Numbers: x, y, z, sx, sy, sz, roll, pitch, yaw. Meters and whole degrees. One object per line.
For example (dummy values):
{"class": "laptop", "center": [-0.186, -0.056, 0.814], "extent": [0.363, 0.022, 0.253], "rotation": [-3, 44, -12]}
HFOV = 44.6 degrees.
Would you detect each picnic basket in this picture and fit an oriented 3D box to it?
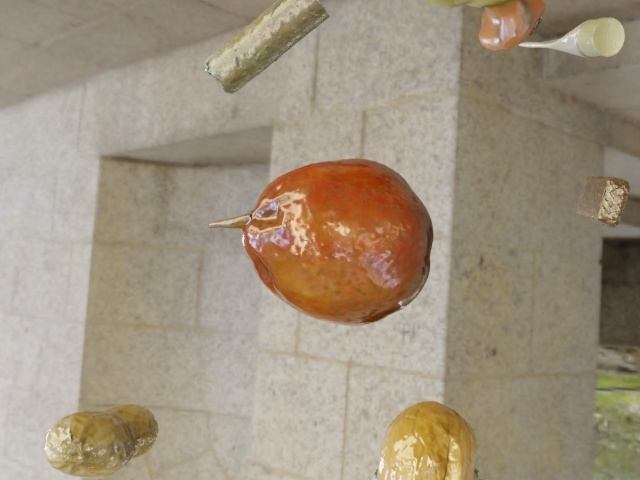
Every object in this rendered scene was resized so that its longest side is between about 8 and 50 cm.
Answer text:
{"class": "picnic basket", "center": [0.620, -0.091, 1.726], "extent": [0.055, 0.110, 0.193], "rotation": [14, -173, 0]}

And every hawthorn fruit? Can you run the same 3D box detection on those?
{"class": "hawthorn fruit", "center": [0.000, 0.000, 0.939], "extent": [0.262, 0.210, 0.210], "rotation": [6, 175, -24]}

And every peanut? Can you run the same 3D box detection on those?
{"class": "peanut", "center": [-0.305, 0.283, 1.108], "extent": [0.100, 0.099, 0.214], "rotation": [2, 178, 15]}

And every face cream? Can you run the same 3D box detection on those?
{"class": "face cream", "center": [0.484, -0.384, 1.500], "extent": [0.114, 0.070, 0.224], "rotation": [-11, -167, -16]}

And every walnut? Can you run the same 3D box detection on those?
{"class": "walnut", "center": [0.171, 0.362, 1.263], "extent": [0.159, 0.206, 0.159], "rotation": [13, 159, 5]}

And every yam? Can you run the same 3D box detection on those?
{"class": "yam", "center": [-0.106, -0.378, 1.476], "extent": [0.259, 0.093, 0.093], "rotation": [-36, 164, 13]}

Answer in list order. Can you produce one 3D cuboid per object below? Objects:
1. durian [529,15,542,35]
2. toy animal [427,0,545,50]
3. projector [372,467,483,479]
{"class": "durian", "center": [0.348, -0.394, 1.369], "extent": [0.080, 0.080, 0.091], "rotation": [3, 180, 4]}
{"class": "toy animal", "center": [0.187, -0.385, 0.904], "extent": [0.338, 0.216, 0.191], "rotation": [34, 174, -36]}
{"class": "projector", "center": [0.201, 0.516, 1.582], "extent": [0.194, 0.088, 0.269], "rotation": [19, 145, -4]}
